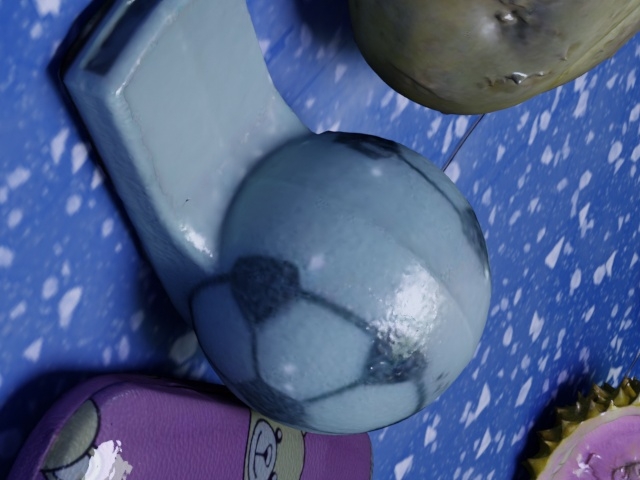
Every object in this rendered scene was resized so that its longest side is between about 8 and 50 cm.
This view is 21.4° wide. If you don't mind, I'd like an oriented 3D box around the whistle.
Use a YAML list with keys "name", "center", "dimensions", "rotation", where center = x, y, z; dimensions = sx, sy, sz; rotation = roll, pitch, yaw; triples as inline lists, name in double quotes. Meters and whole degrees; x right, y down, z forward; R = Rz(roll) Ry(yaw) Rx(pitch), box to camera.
- name: "whistle"
  center: [0.000, 0.000, 0.808]
  dimensions: [0.163, 0.163, 0.289]
  rotation: [-55, 149, -23]

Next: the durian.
- name: "durian"
  center: [0.241, 0.191, 1.389]
  dimensions: [0.165, 0.132, 0.182]
  rotation: [-21, 139, -40]

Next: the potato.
- name: "potato"
  center: [0.114, -0.155, 0.896]
  dimensions: [0.191, 0.141, 0.296]
  rotation: [-43, 170, 21]

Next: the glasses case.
- name: "glasses case"
  center: [-0.059, 0.138, 0.884]
  dimensions: [0.316, 0.076, 0.123]
  rotation: [19, 93, -62]
